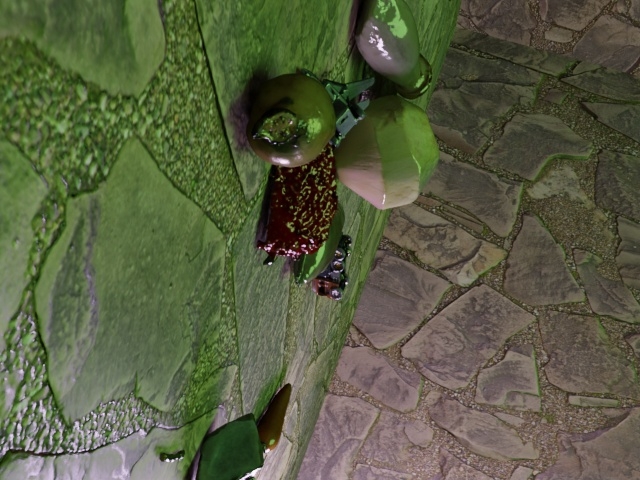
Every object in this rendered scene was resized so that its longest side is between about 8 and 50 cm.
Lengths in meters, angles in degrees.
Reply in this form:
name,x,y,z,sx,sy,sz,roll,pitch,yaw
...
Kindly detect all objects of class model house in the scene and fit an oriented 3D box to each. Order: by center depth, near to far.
name,x,y,z,sx,sy,sz,roll,pitch,yaw
model house,-0.185,0.426,1.437,0.165,0.106,0.152,-18,149,-35

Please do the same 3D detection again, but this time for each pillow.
name,x,y,z,sx,sy,sz,roll,pitch,yaw
pillow,0.000,0.000,1.736,0.302,0.075,0.185,-21,126,-80

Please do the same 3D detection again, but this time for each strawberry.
name,x,y,z,sx,sy,sz,roll,pitch,yaw
strawberry,-0.026,-0.070,1.334,0.188,0.106,0.286,-63,167,-52

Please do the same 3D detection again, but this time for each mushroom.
name,x,y,z,sx,sy,sz,roll,pitch,yaw
mushroom,0.150,-0.407,1.597,0.350,0.128,0.128,37,70,-62

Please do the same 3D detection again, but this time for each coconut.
name,x,y,z,sx,sy,sz,roll,pitch,yaw
coconut,0.140,-0.202,1.766,0.259,0.259,0.259,18,90,-81

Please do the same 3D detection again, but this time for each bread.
name,x,y,z,sx,sy,sz,roll,pitch,yaw
bread,0.160,-0.377,1.905,0.183,0.102,0.337,-68,169,-45

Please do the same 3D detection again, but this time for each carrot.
name,x,y,z,sx,sy,sz,roll,pitch,yaw
carrot,-0.113,0.448,1.981,0.336,0.069,0.069,-59,164,-66

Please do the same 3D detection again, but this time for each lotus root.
name,x,y,z,sx,sy,sz,roll,pitch,yaw
lotus root,-0.041,-0.161,1.043,0.221,0.118,0.125,-40,130,-79

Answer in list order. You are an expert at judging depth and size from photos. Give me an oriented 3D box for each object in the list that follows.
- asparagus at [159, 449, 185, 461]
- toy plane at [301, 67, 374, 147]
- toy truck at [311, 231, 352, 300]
name,x,y,z,sx,sy,sz,roll,pitch,yaw
asparagus,-0.227,0.334,1.195,0.015,0.014,0.114,-54,169,-8
toy plane,0.017,-0.230,1.327,0.212,0.088,0.267,-48,168,0
toy truck,0.026,0.057,1.978,0.083,0.092,0.192,-61,158,-54
